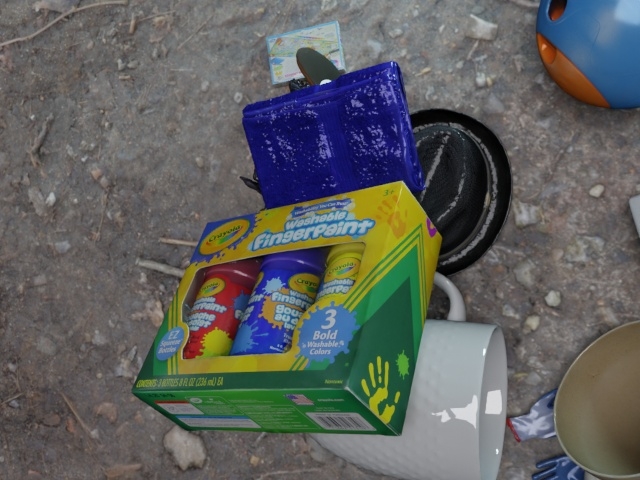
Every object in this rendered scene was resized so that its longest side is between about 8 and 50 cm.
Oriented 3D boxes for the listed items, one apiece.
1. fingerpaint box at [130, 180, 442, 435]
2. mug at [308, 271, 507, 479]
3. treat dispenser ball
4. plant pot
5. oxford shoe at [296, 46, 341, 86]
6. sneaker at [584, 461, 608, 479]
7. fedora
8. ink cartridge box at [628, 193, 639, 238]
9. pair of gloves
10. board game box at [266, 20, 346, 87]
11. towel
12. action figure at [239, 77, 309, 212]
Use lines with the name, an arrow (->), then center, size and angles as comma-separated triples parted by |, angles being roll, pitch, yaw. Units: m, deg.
fingerpaint box -> -0.055, 0.120, 1.162 | 0.445, 0.163, 0.371 | -9, 47, 35
mug -> 0.145, 0.227, 1.219 | 0.328, 0.276, 0.374 | 1, 73, 24
treat dispenser ball -> 0.510, -0.365, 1.155 | 0.288, 0.288, 0.288 | -1, 85, 14
plant pot -> 0.557, 0.298, 1.126 | 0.191, 0.284, 0.284 | 40, 97, -21
oxford shoe -> 0.013, -0.290, 1.377 | 0.076, 0.076, 0.212 | -32, 84, -35
sneaker -> 0.451, 0.524, 1.187 | 0.123, 0.106, 0.290 | -2, 90, 14
fedora -> 0.200, -0.095, 1.281 | 0.334, 0.152, 0.334 | -1, 85, 14
ink cartridge box -> 0.722, 0.064, 1.128 | 0.308, 0.091, 0.385 | -19, 79, 28
pair of gloves -> 0.440, 0.372, 1.250 | 0.159, 0.023, 0.198 | -24, 84, 9
board game box -> -0.030, -0.383, 1.425 | 0.154, 0.026, 0.103 | -9, 83, 13
towel -> 0.014, -0.165, 1.213 | 0.308, 0.076, 0.227 | -11, 97, 26
action figure -> -0.050, -0.165, 1.360 | 0.164, 0.141, 0.275 | 27, 114, 7
